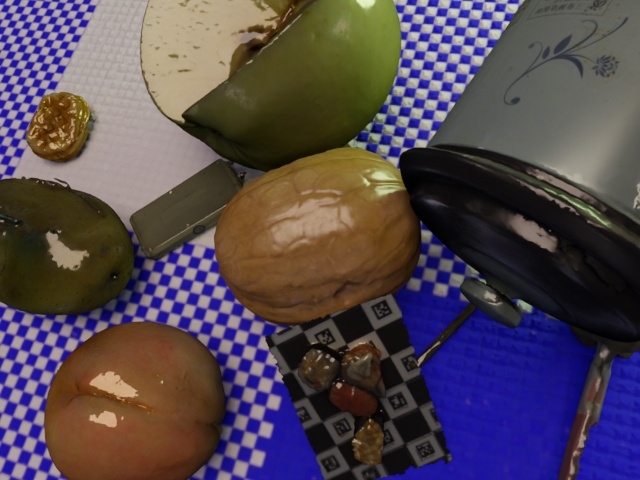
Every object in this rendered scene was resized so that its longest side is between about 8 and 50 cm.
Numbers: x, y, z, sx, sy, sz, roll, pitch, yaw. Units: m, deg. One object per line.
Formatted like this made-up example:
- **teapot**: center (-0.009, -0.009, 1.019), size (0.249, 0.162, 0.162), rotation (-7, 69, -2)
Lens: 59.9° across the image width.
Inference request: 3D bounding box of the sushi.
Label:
- **sushi**: center (0.042, 0.166, 0.550), size (0.139, 0.031, 0.200), rotation (-20, 103, 6)

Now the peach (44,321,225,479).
- **peach**: center (-0.191, 0.173, 0.578), size (0.185, 0.184, 0.184), rotation (-4, 68, 10)

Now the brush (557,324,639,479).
- **brush**: center (0.278, 0.123, 0.553), size (0.071, 0.084, 0.300), rotation (21, 76, 17)

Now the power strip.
- **power strip**: center (-0.169, -0.045, 0.738), size (0.169, 0.028, 0.076), rotation (-31, 66, 0)

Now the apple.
- **apple**: center (-0.051, -0.212, 0.665), size (0.295, 0.233, 0.257), rotation (27, 82, 35)

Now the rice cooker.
- **rice cooker**: center (0.223, -0.059, 0.469), size (0.264, 0.317, 0.316), rotation (37, 76, -23)

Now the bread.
- **bread**: center (-0.385, -0.169, 0.823), size (0.083, 0.044, 0.110), rotation (8, 72, 11)

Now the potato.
- **potato**: center (-0.348, 0.005, 0.692), size (0.249, 0.143, 0.169), rotation (17, 84, 17)

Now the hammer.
- **hammer**: center (0.143, 0.099, 0.621), size (0.292, 0.029, 0.058), rotation (-44, 69, -9)

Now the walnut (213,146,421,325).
- **walnut**: center (0.000, 0.000, 0.594), size (0.226, 0.193, 0.193), rotation (-18, 66, -7)
